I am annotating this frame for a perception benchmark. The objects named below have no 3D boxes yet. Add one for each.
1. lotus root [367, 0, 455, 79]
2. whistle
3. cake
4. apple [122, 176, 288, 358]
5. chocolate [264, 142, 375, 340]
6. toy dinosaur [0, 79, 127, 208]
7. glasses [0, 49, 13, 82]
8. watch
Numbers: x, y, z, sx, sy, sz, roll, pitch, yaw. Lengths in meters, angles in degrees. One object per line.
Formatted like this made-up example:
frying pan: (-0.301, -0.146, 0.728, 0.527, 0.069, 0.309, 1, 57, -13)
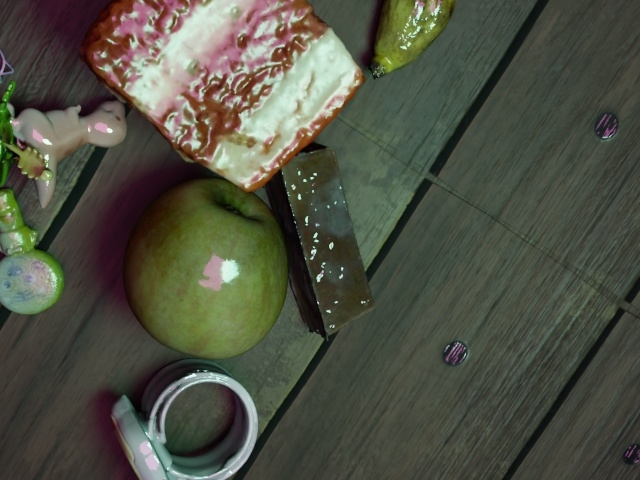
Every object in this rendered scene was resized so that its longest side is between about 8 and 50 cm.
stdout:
lotus root: (0.135, -0.339, 1.239, 0.108, 0.094, 0.191, 33, 106, 8)
whistle: (-0.461, 0.018, 1.204, 0.104, 0.057, 0.198, -15, 101, -5)
cake: (-0.140, -0.250, 1.091, 0.319, 0.269, 0.270, 40, 92, -20)
apple: (-0.161, 0.037, 1.171, 0.256, 0.257, 0.234, 25, 115, -20)
chocolate: (0.000, 0.000, 1.295, 0.111, 0.112, 0.321, -21, 109, -18)
toy dinosaur: (-0.388, -0.138, 1.147, 0.177, 0.152, 0.194, 22, 58, -20)
glasses: (-0.483, -0.282, 1.080, 0.062, 0.104, 0.140, -18, 106, -7)
watch: (-0.206, 0.330, 1.292, 0.217, 0.211, 0.249, -26, 102, -15)
